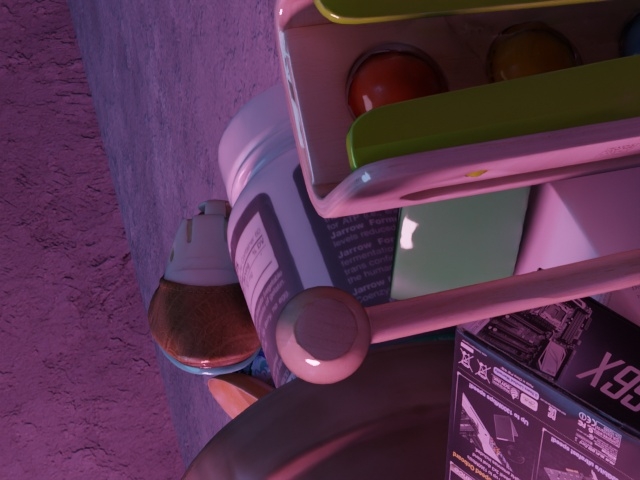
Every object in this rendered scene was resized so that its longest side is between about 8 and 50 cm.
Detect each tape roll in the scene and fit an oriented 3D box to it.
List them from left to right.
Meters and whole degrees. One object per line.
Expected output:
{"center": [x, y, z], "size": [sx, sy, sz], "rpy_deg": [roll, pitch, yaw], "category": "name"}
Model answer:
{"center": [0.100, -0.116, 1.101], "size": [0.321, 0.077, 0.321], "rpy_deg": [7, -90, -88], "category": "tape roll"}

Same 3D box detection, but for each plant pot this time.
{"center": [-0.033, 0.231, 1.972], "size": [0.236, 0.032, 0.236], "rpy_deg": [36, 163, 13], "category": "plant pot"}
{"center": [0.077, 0.283, 1.218], "size": [0.323, 0.323, 0.280], "rpy_deg": [96, 157, -48], "category": "plant pot"}

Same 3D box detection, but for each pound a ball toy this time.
{"center": [0.107, -0.053, 0.854], "size": [0.136, 0.319, 0.208], "rpy_deg": [143, 116, -74], "category": "pound a ball toy"}

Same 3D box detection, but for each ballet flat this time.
{"center": [-0.102, 0.026, 1.600], "size": [0.342, 0.116, 0.124], "rpy_deg": [-82, -7, -78], "category": "ballet flat"}

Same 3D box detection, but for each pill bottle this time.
{"center": [0.037, 0.036, 1.433], "size": [0.204, 0.204, 0.361], "rpy_deg": [97, 159, -49], "category": "pill bottle"}

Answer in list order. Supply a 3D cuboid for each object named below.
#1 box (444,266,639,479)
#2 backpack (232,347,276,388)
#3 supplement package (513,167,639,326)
{"center": [0.202, 0.190, 0.889], "size": [0.307, 0.076, 0.242], "rpy_deg": [31, 137, 34], "category": "box"}
{"center": [-0.036, 0.151, 2.007], "size": [0.114, 0.105, 0.084], "rpy_deg": [26, 105, 64], "category": "backpack"}
{"center": [0.199, 0.033, 0.992], "size": [0.179, 0.105, 0.105], "rpy_deg": [-115, 21, -45], "category": "supplement package"}
